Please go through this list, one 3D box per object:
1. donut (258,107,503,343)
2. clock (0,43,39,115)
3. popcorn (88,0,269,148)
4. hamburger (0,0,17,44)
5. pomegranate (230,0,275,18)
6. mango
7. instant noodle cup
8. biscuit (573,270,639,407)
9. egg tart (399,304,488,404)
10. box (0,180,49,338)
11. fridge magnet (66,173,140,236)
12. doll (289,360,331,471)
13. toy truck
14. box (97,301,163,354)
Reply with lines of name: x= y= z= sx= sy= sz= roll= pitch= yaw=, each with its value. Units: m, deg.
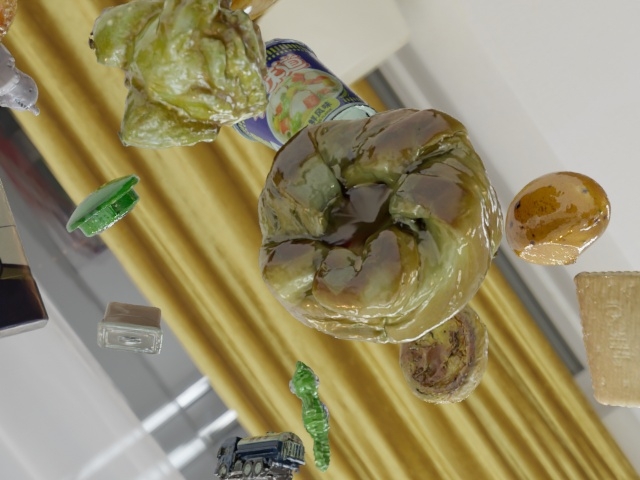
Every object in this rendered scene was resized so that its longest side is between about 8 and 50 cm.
donut: x=0.071 y=-0.031 z=1.319 sx=0.360 sy=0.170 sz=0.360 roll=-16 pitch=-129 yaw=20
clock: x=-0.588 y=-0.306 z=1.751 sx=0.080 sy=0.176 sz=0.117 roll=-42 pitch=155 yaw=-6
popcorn: x=-0.237 y=-0.295 z=1.731 sx=0.290 sy=0.321 sz=0.325 roll=3 pitch=-132 yaw=37
hamburger: x=-0.666 y=-0.372 z=1.533 sx=0.330 sy=0.250 sz=0.330 roll=-26 pitch=-147 yaw=19
pomegranate: x=-0.268 y=-0.661 z=2.316 sx=0.410 sy=0.410 sz=0.410 roll=-35 pitch=-173 yaw=5
mango: x=0.511 y=-0.055 z=2.027 sx=0.290 sy=0.160 sz=0.191 roll=-18 pitch=-123 yaw=66
instant noodle cup: x=-0.025 y=-0.291 z=2.217 sx=0.284 sy=0.284 sz=0.312 roll=-38 pitch=-132 yaw=-14
biscuit: x=0.532 y=0.172 z=1.656 sx=0.030 sy=0.249 sz=0.160 roll=-20 pitch=-169 yaw=-42
egg tart: x=0.330 y=0.288 z=2.466 sx=0.115 sy=0.290 sz=0.290 roll=19 pitch=142 yaw=-41
box: x=-0.535 y=0.032 z=1.445 sx=0.168 sy=0.259 sz=0.071 roll=-14 pitch=165 yaw=-42
fridge magnet: x=-0.507 y=-0.081 z=2.239 sx=0.208 sy=0.088 sz=0.208 roll=-34 pitch=-168 yaw=8
doll: x=-0.012 y=0.287 z=1.566 sx=0.050 sy=0.190 sz=0.115 roll=-13 pitch=-172 yaw=8
toy truck: x=-0.108 y=0.385 z=1.687 sx=0.202 sy=0.074 sz=0.088 roll=-20 pitch=-124 yaw=46
box: x=-0.359 y=0.165 z=1.809 sx=0.089 sy=0.122 sz=0.062 roll=108 pitch=-13 yaw=-50
